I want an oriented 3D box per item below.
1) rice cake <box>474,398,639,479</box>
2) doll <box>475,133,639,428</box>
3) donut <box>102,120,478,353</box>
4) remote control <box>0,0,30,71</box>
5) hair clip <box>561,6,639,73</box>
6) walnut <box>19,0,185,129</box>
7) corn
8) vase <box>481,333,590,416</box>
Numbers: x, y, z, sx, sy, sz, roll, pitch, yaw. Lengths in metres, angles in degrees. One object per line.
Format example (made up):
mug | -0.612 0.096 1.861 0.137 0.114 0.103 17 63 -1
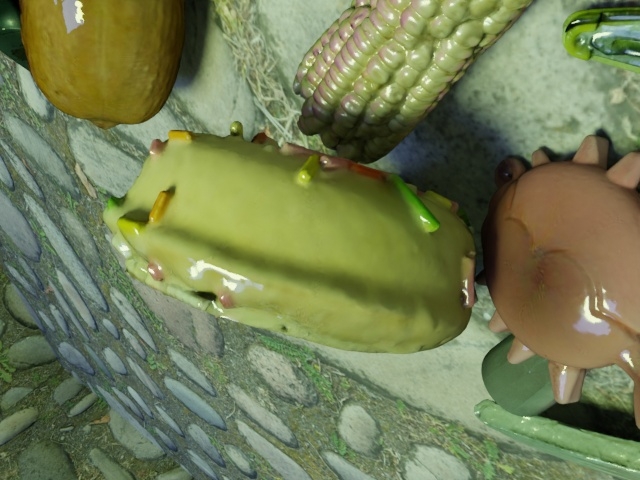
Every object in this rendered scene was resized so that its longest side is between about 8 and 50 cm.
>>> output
rice cake | 0.291 0.231 0.662 0.124 0.038 0.211 33 161 -34
doll | 0.210 0.027 0.484 0.211 0.093 0.262 -64 37 34
donut | 0.004 0.002 0.566 0.307 0.150 0.371 19 -177 15
remote control | -0.394 -0.272 0.735 0.222 0.072 0.042 60 -161 -75
hair clip | 0.259 -0.125 0.395 0.188 0.033 0.060 24 141 28
walnut | -0.264 -0.254 0.707 0.203 0.203 0.298 40 133 14
corn | 0.089 -0.181 0.468 0.126 0.126 0.335 50 142 -1
vase | 0.251 0.100 0.586 0.086 0.086 0.214 41 141 12
